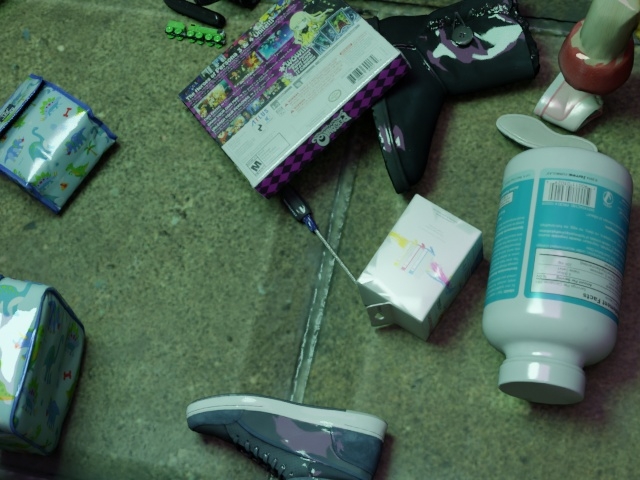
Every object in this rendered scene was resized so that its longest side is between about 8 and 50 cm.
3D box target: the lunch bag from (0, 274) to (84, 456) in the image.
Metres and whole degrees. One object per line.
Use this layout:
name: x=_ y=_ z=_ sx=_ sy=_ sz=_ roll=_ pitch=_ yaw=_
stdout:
lunch bag: x=-0.329 y=0.139 z=1.406 sx=0.090 sy=0.219 sz=0.176 roll=11 pitch=73 yaw=5

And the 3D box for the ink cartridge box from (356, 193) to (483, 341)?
ink cartridge box: x=0.109 y=0.040 z=1.447 sx=0.090 sy=0.092 sz=0.143 roll=31 pitch=78 yaw=17

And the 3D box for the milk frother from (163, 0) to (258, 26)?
milk frother: x=-0.150 y=-0.353 z=1.609 sx=0.135 sy=0.143 sz=0.129 roll=26 pitch=79 yaw=17

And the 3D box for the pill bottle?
pill bottle: x=0.257 y=0.041 z=1.396 sx=0.146 sy=0.146 sz=0.264 roll=8 pitch=71 yaw=11

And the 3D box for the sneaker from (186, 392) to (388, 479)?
sneaker: x=-0.051 y=0.258 z=1.390 sx=0.226 sy=0.086 sz=0.163 roll=7 pitch=68 yaw=10

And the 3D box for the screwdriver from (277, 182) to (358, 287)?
screwdriver: x=0.000 y=0.000 z=1.521 sx=0.025 sy=0.024 sz=0.170 roll=-40 pitch=73 yaw=24

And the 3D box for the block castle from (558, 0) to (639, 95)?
block castle: x=0.491 y=-0.328 z=1.449 sx=0.303 sy=0.213 sz=0.453 roll=25 pitch=71 yaw=9

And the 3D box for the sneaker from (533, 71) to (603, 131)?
sneaker: x=0.320 y=-0.187 z=1.527 sx=0.070 sy=0.051 sz=0.134 roll=34 pitch=78 yaw=13

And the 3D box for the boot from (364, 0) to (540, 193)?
boot: x=0.162 y=-0.187 z=1.524 sx=0.207 sy=0.094 sz=0.246 roll=-11 pitch=62 yaw=8

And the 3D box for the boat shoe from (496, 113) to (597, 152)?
boat shoe: x=0.266 y=-0.113 z=1.512 sx=0.125 sy=0.038 sz=0.046 roll=20 pitch=54 yaw=14

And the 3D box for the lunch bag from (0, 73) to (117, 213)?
lunch bag: x=-0.353 y=-0.130 z=1.585 sx=0.151 sy=0.096 sz=0.129 roll=33 pitch=79 yaw=33

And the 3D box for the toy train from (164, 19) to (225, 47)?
toy train: x=-0.161 y=-0.268 z=1.646 sx=0.083 sy=0.017 sz=0.023 roll=12 pitch=61 yaw=13

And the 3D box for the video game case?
video game case: x=-0.036 y=-0.190 z=1.530 sx=0.232 sy=0.042 sz=0.210 roll=-43 pitch=50 yaw=2
